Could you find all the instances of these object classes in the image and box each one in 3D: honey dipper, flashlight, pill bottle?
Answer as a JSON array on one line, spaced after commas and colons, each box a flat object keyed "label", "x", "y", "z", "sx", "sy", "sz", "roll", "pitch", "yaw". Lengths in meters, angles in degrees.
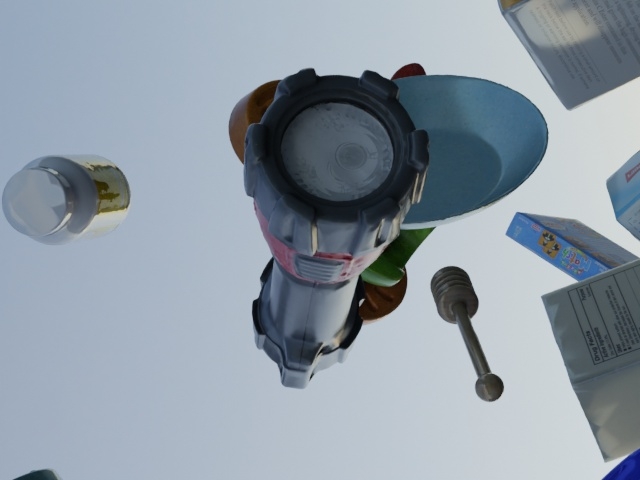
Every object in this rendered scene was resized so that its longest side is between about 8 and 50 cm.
[{"label": "honey dipper", "x": 0.097, "y": 0.061, "z": 0.880, "sx": 0.030, "sy": 0.030, "sz": 0.161, "roll": 57, "pitch": -171, "yaw": -20}, {"label": "flashlight", "x": 0.000, "y": 0.000, "z": 0.847, "sx": 0.103, "sy": 0.103, "sz": 0.304, "roll": 56, "pitch": 167, "yaw": 14}, {"label": "pill bottle", "x": -0.183, "y": -0.030, "z": 0.958, "sx": 0.065, "sy": 0.065, "sz": 0.116, "roll": 66, "pitch": -170, "yaw": 0}]

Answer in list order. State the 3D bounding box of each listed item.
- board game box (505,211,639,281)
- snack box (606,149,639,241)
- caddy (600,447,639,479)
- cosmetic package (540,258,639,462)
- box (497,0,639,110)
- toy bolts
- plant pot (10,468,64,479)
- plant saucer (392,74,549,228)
[{"label": "board game box", "x": 0.349, "y": 0.033, "z": 1.616, "sx": 0.211, "sy": 0.039, "sz": 0.160, "roll": 37, "pitch": -161, "yaw": 34}, {"label": "snack box", "x": 0.367, "y": 0.008, "z": 0.866, "sx": 0.322, "sy": 0.187, "sz": 0.060, "roll": 38, "pitch": -153, "yaw": -16}, {"label": "caddy", "x": 0.251, "y": 0.277, "z": 0.847, "sx": 0.179, "sy": 0.241, "sz": 0.341, "roll": 46, "pitch": -123, "yaw": -10}, {"label": "cosmetic package", "x": 0.391, "y": 0.089, "z": 1.341, "sx": 0.153, "sy": 0.296, "sz": 0.129, "roll": -95, "pitch": -18, "yaw": -54}, {"label": "box", "x": 0.332, "y": -0.313, "z": 1.249, "sx": 0.168, "sy": 0.345, "sz": 0.215, "roll": 44, "pitch": -153, "yaw": -46}, {"label": "toy bolts", "x": 0.019, "y": -0.052, "z": 1.201, "sx": 0.218, "sy": 0.158, "sz": 0.228, "roll": 41, "pitch": -126, "yaw": 1}, {"label": "plant pot", "x": -0.385, "y": 0.429, "z": 1.771, "sx": 0.196, "sy": 0.293, "sz": 0.293, "roll": 56, "pitch": -161, "yaw": 15}, {"label": "plant saucer", "x": 0.075, "y": -0.059, "z": 1.007, "sx": 0.195, "sy": 0.195, "sz": 0.037, "roll": -85, "pitch": -13, "yaw": -51}]
